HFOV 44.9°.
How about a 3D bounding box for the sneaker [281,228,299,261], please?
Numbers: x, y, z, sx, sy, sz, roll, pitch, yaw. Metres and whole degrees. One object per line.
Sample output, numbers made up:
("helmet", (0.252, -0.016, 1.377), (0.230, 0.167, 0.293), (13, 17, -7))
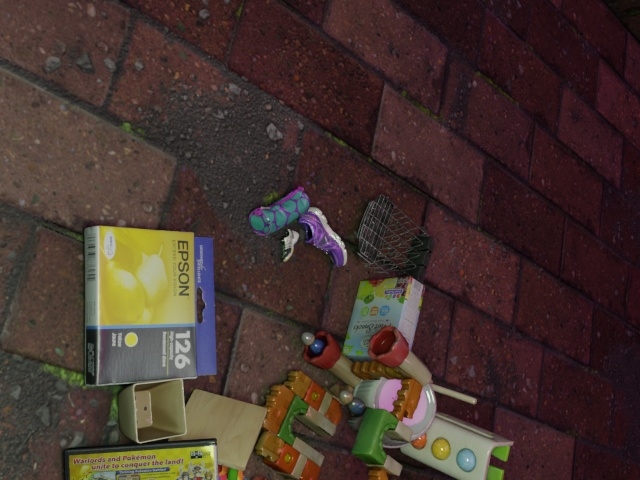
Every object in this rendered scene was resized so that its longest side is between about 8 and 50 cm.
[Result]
("sneaker", (-0.081, 0.011, 1.833), (0.037, 0.032, 0.083), (31, 58, -21))

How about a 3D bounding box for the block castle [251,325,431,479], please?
("block castle", (0.023, 0.406, 1.683), (0.213, 0.303, 0.453), (43, 56, -30))

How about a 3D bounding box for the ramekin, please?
("ramekin", (0.187, 0.406, 1.917), (0.207, 0.109, 0.207), (5, 73, -16))

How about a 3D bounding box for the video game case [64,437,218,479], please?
("video game case", (-0.322, 0.497, 1.416), (0.275, 0.035, 0.248), (-3, 85, -5))

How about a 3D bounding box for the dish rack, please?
("dish rack", (0.191, 0.016, 2.062), (0.272, 0.074, 0.208), (38, 58, -31))

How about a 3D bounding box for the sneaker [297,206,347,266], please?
("sneaker", (0.000, 0.000, 1.898), (0.071, 0.068, 0.169), (-42, 104, -23))

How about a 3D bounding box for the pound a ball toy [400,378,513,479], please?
("pound a ball toy", (0.326, 0.484, 1.982), (0.136, 0.319, 0.208), (9, 93, -42))

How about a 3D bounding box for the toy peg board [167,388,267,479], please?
("toy peg board", (-0.209, 0.402, 1.569), (0.161, 0.161, 0.079), (-67, 169, -56))

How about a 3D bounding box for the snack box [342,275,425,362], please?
("snack box", (0.156, 0.199, 1.927), (0.070, 0.175, 0.207), (31, 63, -35))

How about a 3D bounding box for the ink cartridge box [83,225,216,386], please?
("ink cartridge box", (-0.322, 0.130, 1.557), (0.307, 0.072, 0.303), (3, 82, -41))

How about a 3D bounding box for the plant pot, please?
("plant pot", (-0.334, 0.326, 1.493), (0.109, 0.096, 0.109), (1, 81, -44))

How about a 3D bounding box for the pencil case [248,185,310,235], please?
("pencil case", (-0.093, -0.068, 1.804), (0.152, 0.065, 0.070), (-33, 132, -42))

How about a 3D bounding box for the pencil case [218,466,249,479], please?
("pencil case", (-0.259, 0.499, 1.543), (0.236, 0.104, 0.104), (-10, 91, -43))
